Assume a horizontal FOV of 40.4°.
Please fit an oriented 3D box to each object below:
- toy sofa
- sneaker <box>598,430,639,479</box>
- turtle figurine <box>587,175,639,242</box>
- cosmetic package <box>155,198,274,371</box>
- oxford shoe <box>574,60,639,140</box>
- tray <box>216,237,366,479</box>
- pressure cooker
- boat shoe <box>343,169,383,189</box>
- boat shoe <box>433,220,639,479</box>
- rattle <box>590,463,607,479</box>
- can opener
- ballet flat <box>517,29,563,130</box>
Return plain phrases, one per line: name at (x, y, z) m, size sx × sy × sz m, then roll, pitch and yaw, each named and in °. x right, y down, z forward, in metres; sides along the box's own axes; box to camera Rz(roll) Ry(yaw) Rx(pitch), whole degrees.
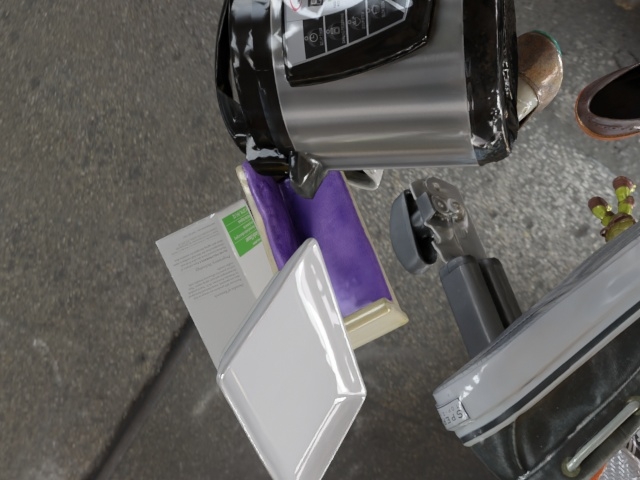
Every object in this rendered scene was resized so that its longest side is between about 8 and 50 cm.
toy sofa at (0.000, 0.000, 1.473) m, size 0.150 × 0.362 × 0.177 m, roll -28°, pitch 151°, yaw 13°
sneaker at (0.448, 0.318, 1.146) m, size 0.210 × 0.137 × 0.365 m, roll -23°, pitch 90°, yaw -32°
turtle figurine at (0.612, -0.017, 1.787) m, size 0.087 × 0.217 × 0.269 m, roll 15°, pitch 130°, yaw -15°
cosmetic package at (-0.171, 0.119, 1.805) m, size 0.155 × 0.197 × 0.365 m, roll -24°, pitch 97°, yaw 16°
oxford shoe at (0.411, -0.173, 0.929) m, size 0.271 × 0.098 × 0.096 m, roll -21°, pitch 87°, yaw 16°
tray at (-0.023, 0.126, 0.759) m, size 0.145 × 0.030 × 0.270 m, roll -56°, pitch 150°, yaw -27°
pressure cooker at (0.054, -0.270, 1.197) m, size 0.421 × 0.370 × 0.375 m, roll 0°, pitch 125°, yaw 17°
boat shoe at (0.000, -0.172, 1.684) m, size 0.268 × 0.088 × 0.096 m, roll 25°, pitch 139°, yaw -18°
boat shoe at (0.234, 0.058, 0.609) m, size 0.335 × 0.121 × 0.119 m, roll -35°, pitch 85°, yaw -12°
rattle at (0.314, 0.147, 0.855) m, size 0.143 × 0.130 × 0.199 m, roll -13°, pitch 106°, yaw -3°
can opener at (0.149, 0.057, 0.924) m, size 0.076 × 0.283 × 0.095 m, roll 6°, pitch 144°, yaw -36°
ballet flat at (0.315, -0.223, 1.442) m, size 0.108 × 0.316 × 0.106 m, roll 35°, pitch 73°, yaw 11°
